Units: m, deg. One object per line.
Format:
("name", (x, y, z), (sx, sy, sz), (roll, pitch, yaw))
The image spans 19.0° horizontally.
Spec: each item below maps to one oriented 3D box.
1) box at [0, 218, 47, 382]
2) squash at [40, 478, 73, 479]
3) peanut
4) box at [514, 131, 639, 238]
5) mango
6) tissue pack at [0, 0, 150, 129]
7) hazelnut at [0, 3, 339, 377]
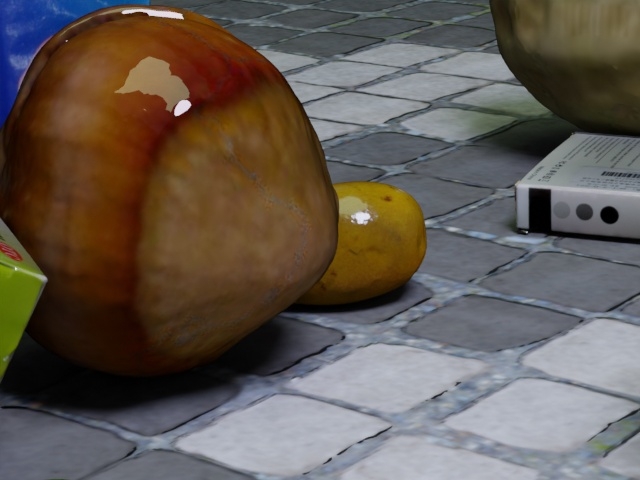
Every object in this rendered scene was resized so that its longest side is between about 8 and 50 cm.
("box", (-0.242, -0.024, 0.865), (0.175, 0.062, 0.260), (21, 7, -27))
("squash", (-0.126, 0.110, 0.742), (0.083, 0.027, 0.027), (-13, 21, -29))
("peanut", (0.294, -0.126, 1.215), (0.387, 0.169, 0.192), (12, -19, 22))
("box", (0.248, -0.026, 1.120), (0.247, 0.033, 0.129), (6, 19, 24))
("mango", (0.000, 0.000, 1.017), (0.114, 0.060, 0.080), (-10, 16, -12))
("tissue pack", (-0.191, -0.122, 1.077), (0.209, 0.269, 0.137), (14, 24, 41))
("hazelnut", (-0.075, -0.022, 0.920), (0.182, 0.182, 0.182), (-2, 18, 1))
